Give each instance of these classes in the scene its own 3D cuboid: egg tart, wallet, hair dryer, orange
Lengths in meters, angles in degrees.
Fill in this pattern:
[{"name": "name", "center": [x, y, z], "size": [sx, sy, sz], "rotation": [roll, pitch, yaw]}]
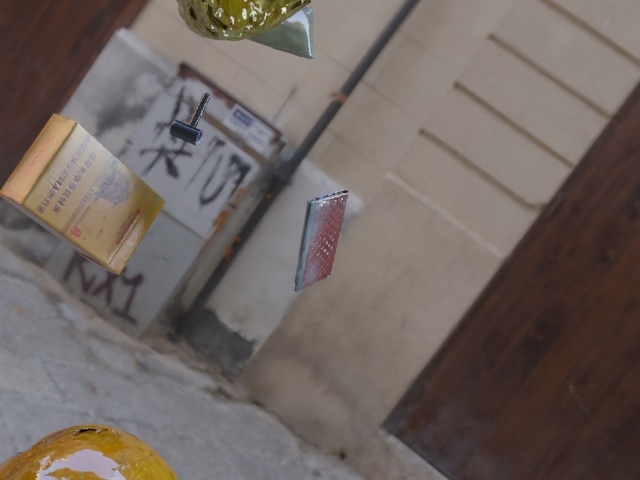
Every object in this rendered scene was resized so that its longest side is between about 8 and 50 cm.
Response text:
[{"name": "egg tart", "center": [-0.108, -0.508, 1.562], "size": [0.169, 0.388, 0.388], "rotation": [47, 9, 17]}, {"name": "wallet", "center": [0.000, 0.000, 1.765], "size": [0.103, 0.196, 0.020], "rotation": [-21, 43, -41]}, {"name": "hair dryer", "center": [-0.192, -0.190, 1.432], "size": [0.047, 0.083, 0.026], "rotation": [25, -7, 5]}, {"name": "orange", "center": [-0.277, 0.337, 1.093], "size": [0.246, 0.246, 0.246], "rotation": [35, 6, -5]}]

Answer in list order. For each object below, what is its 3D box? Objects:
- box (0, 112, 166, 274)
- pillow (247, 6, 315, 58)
[{"name": "box", "center": [-0.418, -0.076, 1.686], "size": [0.076, 0.174, 0.274], "rotation": [22, -16, 37]}, {"name": "pillow", "center": [-0.097, -0.429, 1.836], "size": [0.208, 0.119, 0.053], "rotation": [12, -26, -27]}]
